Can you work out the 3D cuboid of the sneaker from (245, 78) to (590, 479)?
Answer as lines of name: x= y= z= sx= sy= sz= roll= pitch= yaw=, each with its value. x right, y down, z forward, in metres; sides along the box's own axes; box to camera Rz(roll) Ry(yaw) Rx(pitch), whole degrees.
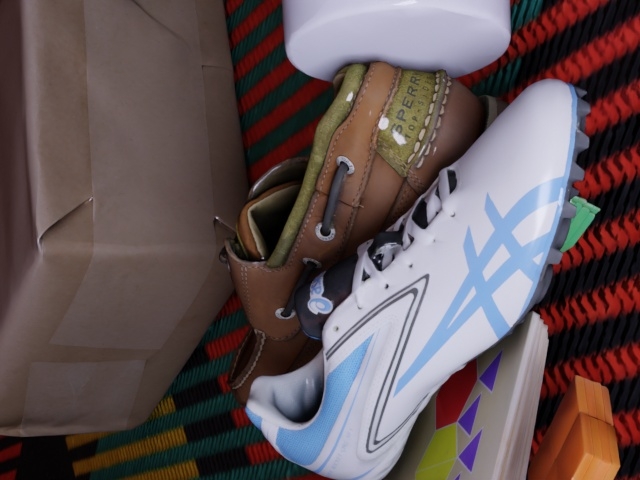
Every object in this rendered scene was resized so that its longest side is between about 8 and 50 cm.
sneaker: x=0.043 y=0.020 z=0.739 sx=0.237 sy=0.086 sz=0.085 roll=-57 pitch=16 yaw=28

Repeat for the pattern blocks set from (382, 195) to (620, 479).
pattern blocks set: x=0.056 y=0.133 z=0.741 sx=0.285 sy=0.026 sz=0.324 roll=-24 pitch=45 yaw=69

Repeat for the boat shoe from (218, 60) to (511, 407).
boat shoe: x=0.000 y=0.000 z=0.886 sx=0.307 sy=0.104 sz=0.110 roll=-53 pitch=18 yaw=48

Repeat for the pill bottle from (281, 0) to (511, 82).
pill bottle: x=0.031 y=-0.223 z=0.815 sx=0.152 sy=0.152 sz=0.272 roll=149 pitch=122 yaw=-63

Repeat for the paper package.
paper package: x=-0.194 y=-0.040 z=1.320 sx=0.325 sy=0.168 sz=0.309 roll=126 pitch=141 yaw=-54
